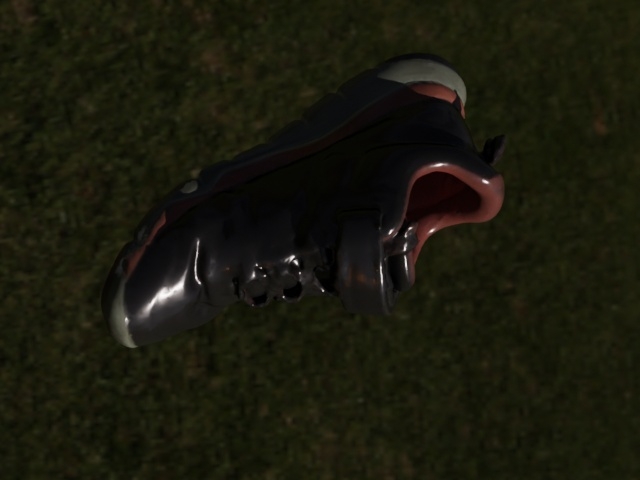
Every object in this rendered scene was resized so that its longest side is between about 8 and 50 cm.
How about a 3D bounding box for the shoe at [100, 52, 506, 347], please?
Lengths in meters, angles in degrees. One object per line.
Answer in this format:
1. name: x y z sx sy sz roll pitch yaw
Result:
1. shoe: 0.000 0.000 0.942 0.291 0.137 0.114 -32 151 -13
